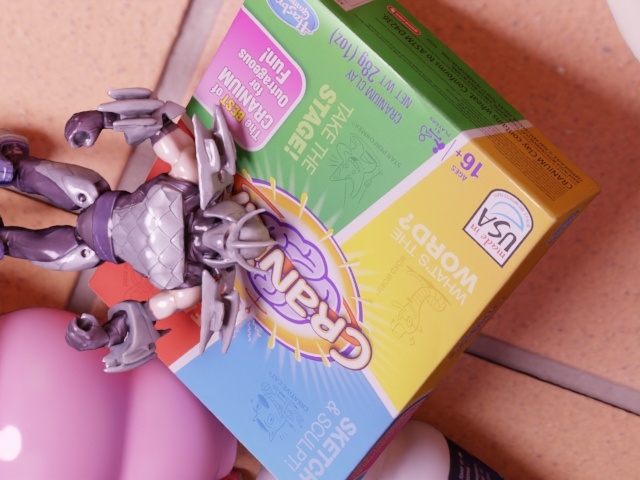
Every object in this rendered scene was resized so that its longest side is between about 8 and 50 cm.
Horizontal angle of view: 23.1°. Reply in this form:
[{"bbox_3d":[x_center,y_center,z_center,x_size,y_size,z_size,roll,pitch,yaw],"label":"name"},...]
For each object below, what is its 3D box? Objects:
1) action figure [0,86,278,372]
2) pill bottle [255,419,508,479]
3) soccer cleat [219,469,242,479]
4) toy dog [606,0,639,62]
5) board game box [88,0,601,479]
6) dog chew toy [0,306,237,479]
[{"bbox_3d":[-0.155,-0.011,1.030,0.285,0.099,0.185,7,96,25],"label":"action figure"},{"bbox_3d":[0.083,0.236,1.236,0.264,0.153,0.153,37,125,-22],"label":"pill bottle"},{"bbox_3d":[-0.121,0.214,1.310,0.248,0.083,0.095,28,99,-9],"label":"soccer cleat"},{"bbox_3d":[0.278,-0.157,0.727,0.284,0.395,0.408,-34,122,-12],"label":"toy dog"},{"bbox_3d":[0.000,0.000,1.036,0.242,0.064,0.316,44,129,13],"label":"board game box"},{"bbox_3d":[-0.224,0.135,1.126,0.331,0.207,0.207,8,132,-16],"label":"dog chew toy"}]
